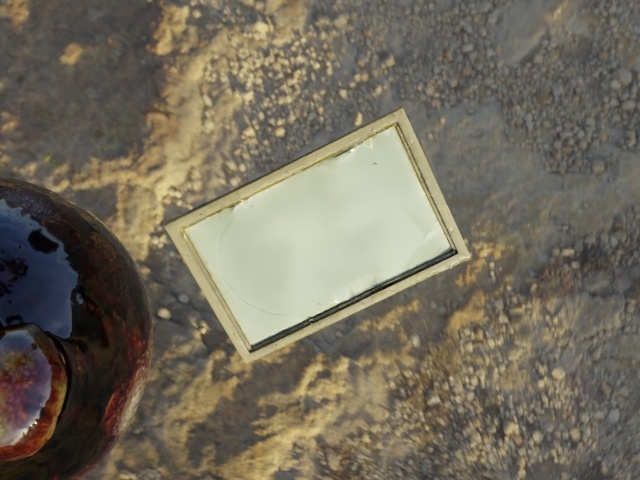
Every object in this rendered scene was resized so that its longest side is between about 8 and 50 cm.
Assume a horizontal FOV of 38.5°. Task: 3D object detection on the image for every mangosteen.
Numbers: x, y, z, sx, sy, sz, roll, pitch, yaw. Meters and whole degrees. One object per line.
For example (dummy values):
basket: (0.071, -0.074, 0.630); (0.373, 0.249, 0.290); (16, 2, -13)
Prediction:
mangosteen: (-0.278, 0.091, 0.779); (0.313, 0.297, 0.296); (4, 68, 54)

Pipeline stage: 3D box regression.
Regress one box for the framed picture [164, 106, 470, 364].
framed picture: (0.000, 0.000, 0.714); (0.201, 0.010, 0.136); (-26, 110, 4)
